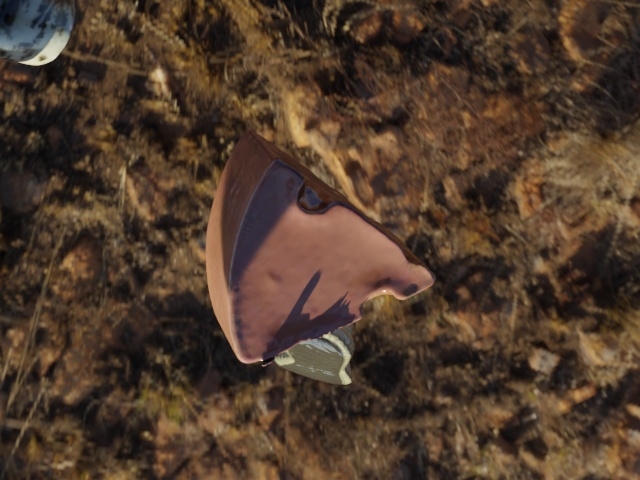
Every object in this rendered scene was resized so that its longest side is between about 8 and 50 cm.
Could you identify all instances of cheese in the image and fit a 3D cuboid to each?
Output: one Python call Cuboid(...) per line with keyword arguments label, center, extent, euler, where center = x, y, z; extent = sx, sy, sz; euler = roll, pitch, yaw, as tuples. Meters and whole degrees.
Cuboid(label="cheese", center=(-0.023, -0.012, 1.031), extent=(0.203, 0.128, 0.177), euler=(-23, 116, -5))

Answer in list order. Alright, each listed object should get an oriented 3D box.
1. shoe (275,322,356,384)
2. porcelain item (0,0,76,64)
Cuboid(label="shoe", center=(0.005, 0.102, 1.328), extent=(0.099, 0.227, 0.112), euler=(15, 73, 2))
Cuboid(label="porcelain item", center=(-0.179, -0.124, 0.507), extent=(0.186, 0.138, 0.288), euler=(5, 117, -54))
